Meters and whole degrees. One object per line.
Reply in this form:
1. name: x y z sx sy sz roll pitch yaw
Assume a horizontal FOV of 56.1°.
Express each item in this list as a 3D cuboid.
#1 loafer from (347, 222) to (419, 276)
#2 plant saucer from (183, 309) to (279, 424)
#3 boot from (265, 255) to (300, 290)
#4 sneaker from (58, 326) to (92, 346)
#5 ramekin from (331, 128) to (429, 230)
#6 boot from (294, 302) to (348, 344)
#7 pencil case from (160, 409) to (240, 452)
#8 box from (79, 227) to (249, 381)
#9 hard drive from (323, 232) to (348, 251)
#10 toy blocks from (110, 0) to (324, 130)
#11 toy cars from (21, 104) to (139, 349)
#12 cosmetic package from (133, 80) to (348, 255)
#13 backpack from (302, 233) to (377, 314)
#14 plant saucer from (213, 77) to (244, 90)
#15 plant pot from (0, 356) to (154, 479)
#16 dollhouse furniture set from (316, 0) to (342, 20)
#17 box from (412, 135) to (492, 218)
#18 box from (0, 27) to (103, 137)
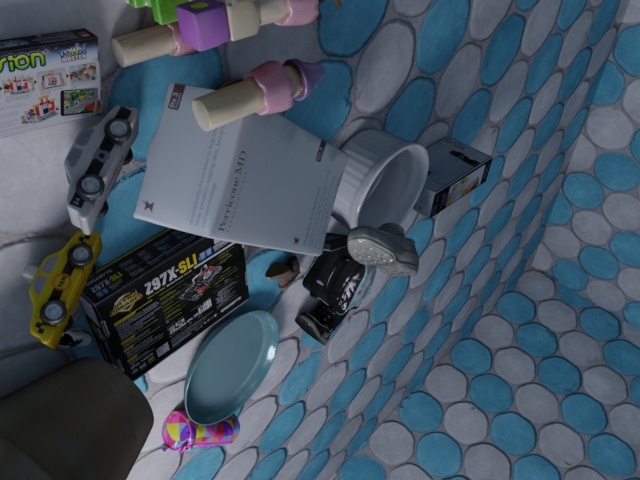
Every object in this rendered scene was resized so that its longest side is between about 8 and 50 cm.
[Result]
1. loafer: 0.153 0.009 1.445 0.319 0.112 0.111 28 61 -61
2. plant saucer: -0.224 0.308 1.492 0.318 0.044 0.317 -36 140 -38
3. boot: -0.094 0.091 1.492 0.118 0.042 0.086 -31 145 -36
4. sneaker: -0.441 0.175 1.059 0.040 0.044 0.109 -56 153 -2
5. ramekin: 0.131 -0.140 1.484 0.277 0.135 0.277 -37 147 -30
6. boot: 0.021 0.199 1.736 0.178 0.085 0.236 -52 158 -10
7. pencil case: -0.304 0.488 1.540 0.104 0.104 0.236 -57 152 5
8. box: -0.289 0.100 1.174 0.322 0.079 0.257 -36 144 -30
9. hard drive: 0.000 0.000 1.443 0.094 0.135 0.022 -17 109 -48
10. toy blocks: -0.110 -0.347 0.753 0.260 0.289 0.308 -29 140 -28
11. toy cars: -0.372 -0.022 0.896 0.176 0.087 0.393 -95 -152 -69
12. cosmetic package: -0.112 -0.102 1.019 0.385 0.156 0.217 7 98 -66
13. backpack: 0.066 0.078 1.585 0.144 0.166 0.188 -19 138 -49
14. plant saucer: -0.164 -0.215 1.075 0.168 0.029 0.168 -36 145 -30
15. plant pot: -0.447 0.356 1.018 0.280 0.323 0.323 -49 155 -45
16. dollhouse furniture set: 0.026 -0.502 0.918 0.212 0.160 0.242 -26 167 12
17. box: 0.338 -0.188 1.713 0.290 0.169 0.087 -30 140 -36
18. box: -0.381 -0.195 0.762 0.207 0.036 0.114 -27 141 -40
